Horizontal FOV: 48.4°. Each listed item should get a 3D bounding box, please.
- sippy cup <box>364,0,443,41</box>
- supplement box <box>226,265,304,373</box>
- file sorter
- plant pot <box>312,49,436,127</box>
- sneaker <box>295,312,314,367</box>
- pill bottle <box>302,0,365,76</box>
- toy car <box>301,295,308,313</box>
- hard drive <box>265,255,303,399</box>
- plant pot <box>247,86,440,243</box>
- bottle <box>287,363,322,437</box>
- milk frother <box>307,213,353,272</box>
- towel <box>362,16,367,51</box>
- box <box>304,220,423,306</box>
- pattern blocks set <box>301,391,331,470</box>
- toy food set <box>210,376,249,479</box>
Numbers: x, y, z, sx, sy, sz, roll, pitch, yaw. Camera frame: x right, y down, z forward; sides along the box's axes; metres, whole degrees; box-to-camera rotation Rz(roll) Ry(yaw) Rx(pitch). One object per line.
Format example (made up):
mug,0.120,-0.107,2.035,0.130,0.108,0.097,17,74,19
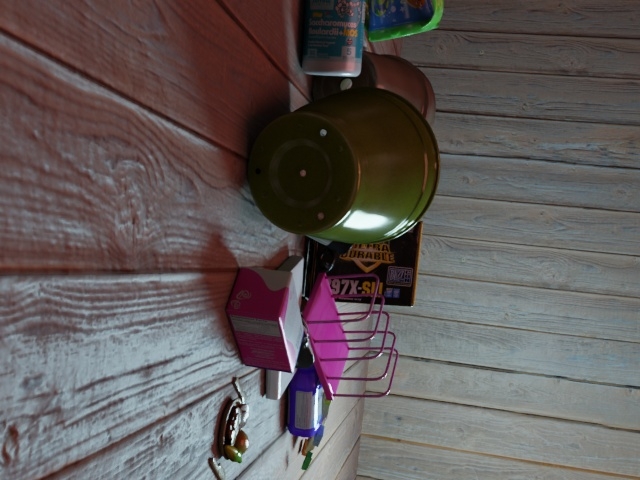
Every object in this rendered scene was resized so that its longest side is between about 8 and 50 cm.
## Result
sippy cup,0.248,-0.775,2.288,0.240,0.306,0.224,-55,135,-65
supplement box,-0.107,0.164,1.454,0.220,0.114,0.111,84,17,-50
file sorter,0.090,0.257,1.910,0.202,0.182,0.290,-67,147,-50
plant pot,0.124,-0.390,1.962,0.280,0.323,0.323,18,78,-62
sneaker,-0.049,0.237,1.707,0.178,0.072,0.077,93,-1,-45
pill bottle,0.033,-0.532,1.717,0.146,0.146,0.264,-46,140,-73
toy car,-0.059,0.172,1.955,0.040,0.060,0.122,-42,147,5
hard drive,-0.088,0.210,1.764,0.203,0.040,0.307,-47,142,-72
plant pot,0.029,-0.148,1.503,0.353,0.367,0.366,-19,115,-65
bottle,-0.040,0.398,1.970,0.118,0.092,0.282,-47,141,-69
milk frother,0.000,0.000,1.909,0.143,0.135,0.129,-66,-159,-7
towel,0.096,-0.710,2.132,0.332,0.053,0.316,-53,142,-70
box,0.124,0.053,2.058,0.079,0.322,0.257,-163,-101,-73
pattern blocks set,-0.002,0.548,2.189,0.325,0.026,0.285,-72,-178,-54
toy food set,-0.169,0.383,1.443,0.132,0.039,0.192,81,19,-54
